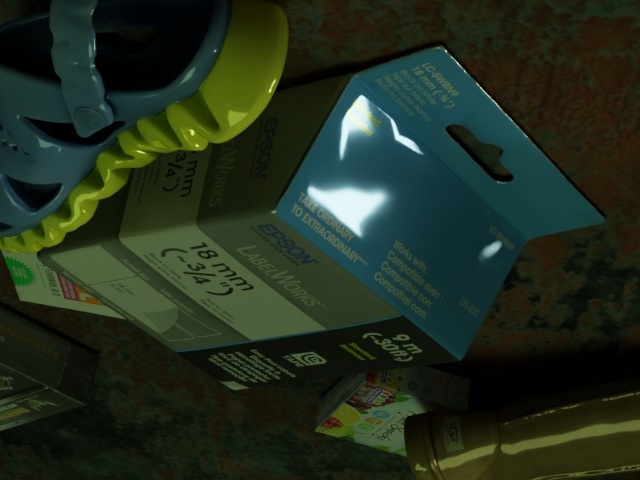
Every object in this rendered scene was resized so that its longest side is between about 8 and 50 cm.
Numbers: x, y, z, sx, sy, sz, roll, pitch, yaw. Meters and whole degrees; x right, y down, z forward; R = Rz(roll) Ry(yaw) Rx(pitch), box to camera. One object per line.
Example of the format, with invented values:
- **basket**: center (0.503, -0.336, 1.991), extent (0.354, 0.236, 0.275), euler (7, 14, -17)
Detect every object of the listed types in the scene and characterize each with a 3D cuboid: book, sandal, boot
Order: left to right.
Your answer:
- **sandal**: center (-0.164, -0.096, 1.044), extent (0.138, 0.126, 0.317), euler (32, 137, -28)
- **book**: center (-0.192, 0.025, 1.361), extent (0.144, 0.035, 0.096), euler (8, 148, 9)
- **boot**: center (0.234, 0.192, 1.426), extent (0.269, 0.089, 0.236), euler (-12, 156, 17)

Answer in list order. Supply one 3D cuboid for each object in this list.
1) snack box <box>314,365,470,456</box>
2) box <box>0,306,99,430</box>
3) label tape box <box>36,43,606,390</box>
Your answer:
- **snack box**: center (0.065, 0.153, 1.490), extent (0.100, 0.037, 0.141), euler (16, 152, -13)
- **box**: center (-0.356, 0.121, 1.564), extent (0.183, 0.056, 0.231), euler (30, 147, -33)
- **label tape box**: center (0.000, 0.000, 1.162), extent (0.333, 0.106, 0.240), euler (-11, 145, 35)
